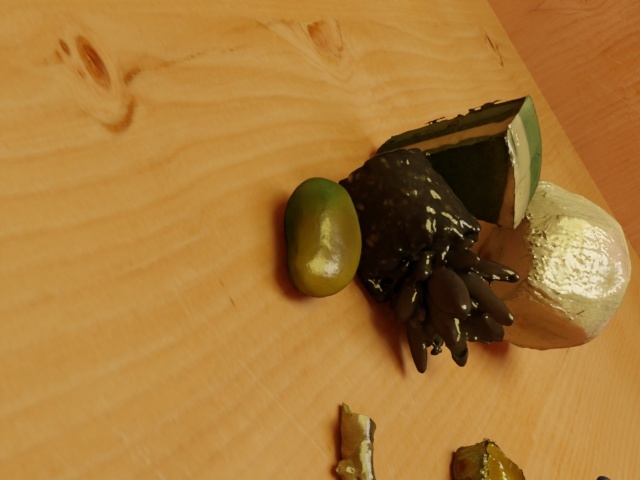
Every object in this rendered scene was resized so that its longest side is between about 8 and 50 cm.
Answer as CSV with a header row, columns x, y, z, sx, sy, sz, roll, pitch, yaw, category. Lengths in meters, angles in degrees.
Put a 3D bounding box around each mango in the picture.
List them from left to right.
x,y,z,sx,sy,sz,roll,pitch,yaw,category
0.002,0.000,1.054,0.122,0.085,0.191,44,40,-44,mango

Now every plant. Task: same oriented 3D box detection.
x,y,z,sx,sy,sz,roll,pitch,yaw,category
0.149,0.033,1.167,0.181,0.194,0.321,-8,66,-46,plant

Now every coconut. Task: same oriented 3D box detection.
x,y,z,sx,sy,sz,roll,pitch,yaw,category
0.409,0.055,1.414,0.254,0.297,0.297,22,41,-17,coconut

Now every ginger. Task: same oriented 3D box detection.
x,y,z,sx,sy,sz,roll,pitch,yaw,category
0.046,0.250,0.926,0.057,0.044,0.137,55,25,-48,ginger

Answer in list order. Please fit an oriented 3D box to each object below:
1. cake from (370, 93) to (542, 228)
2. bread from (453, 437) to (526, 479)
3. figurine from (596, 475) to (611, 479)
x,y,z,sx,sy,sz,roll,pitch,yaw,category
0.235,-0.111,1.332,0.158,0.283,0.172,-50,121,-45,cake
0.248,0.360,1.111,0.140,0.069,0.128,44,31,-19,bread
0.442,0.510,1.197,0.158,0.161,0.276,9,58,-79,figurine
